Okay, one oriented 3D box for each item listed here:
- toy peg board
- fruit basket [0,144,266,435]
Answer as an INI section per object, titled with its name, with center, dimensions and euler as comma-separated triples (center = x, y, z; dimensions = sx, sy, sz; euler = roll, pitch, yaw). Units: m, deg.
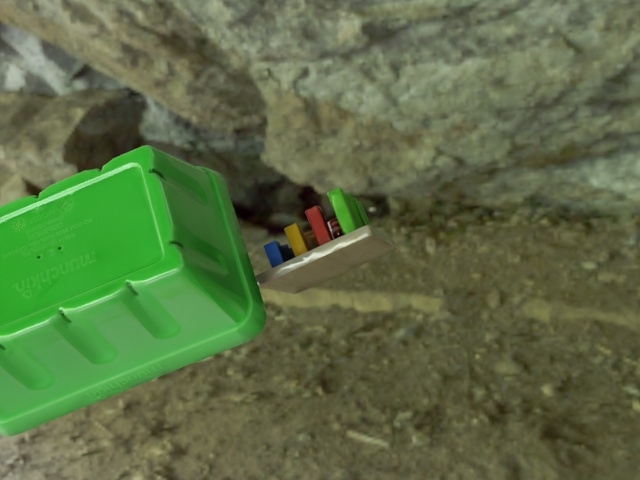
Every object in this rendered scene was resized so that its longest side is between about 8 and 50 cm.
[toy peg board]
center = 0.000, 0.000, 1.261
dimensions = 0.160, 0.079, 0.161
euler = -24, -13, 12
[fruit basket]
center = -0.260, 0.064, 1.206
dimensions = 0.392, 0.283, 0.392
euler = -16, -26, -8
